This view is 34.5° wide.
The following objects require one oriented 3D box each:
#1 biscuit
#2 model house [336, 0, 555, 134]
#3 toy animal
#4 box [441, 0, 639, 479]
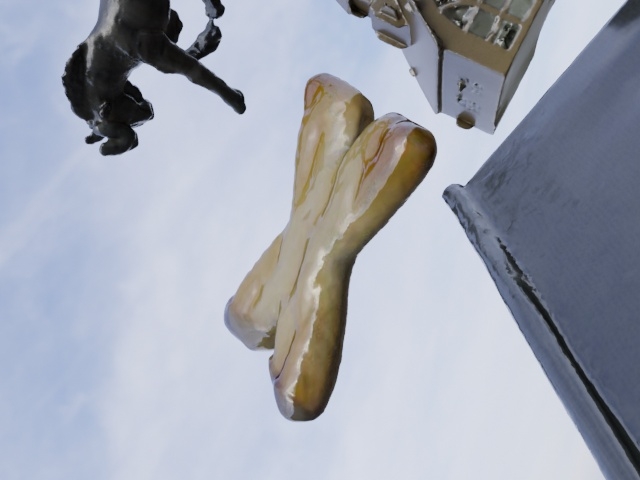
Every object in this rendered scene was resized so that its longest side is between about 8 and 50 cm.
[{"bbox_3d":[0.001,0.000,0.702,0.047,0.164,0.208,15,-74,-30],"label":"biscuit"},{"bbox_3d":[0.104,-0.251,1.049,0.176,0.248,0.181,-62,-11,-9],"label":"model house"},{"bbox_3d":[-0.129,-0.179,0.814,0.148,0.084,0.233,-5,-64,-32],"label":"toy animal"},{"bbox_3d":[0.233,0.038,0.411,0.204,0.251,0.345,-49,21,14],"label":"box"}]
